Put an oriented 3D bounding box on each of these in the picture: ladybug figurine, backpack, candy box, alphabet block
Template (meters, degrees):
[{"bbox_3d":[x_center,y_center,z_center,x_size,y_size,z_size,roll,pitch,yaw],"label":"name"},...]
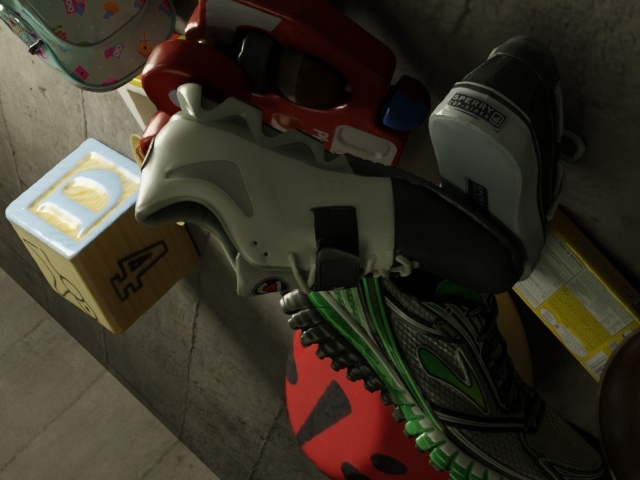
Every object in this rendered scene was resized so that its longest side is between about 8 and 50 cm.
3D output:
[{"bbox_3d":[0.075,0.161,1.316,0.305,0.161,0.449,57,152,18],"label":"ladybug figurine"},{"bbox_3d":[-0.251,-0.258,1.264,0.188,0.166,0.144,50,167,-18],"label":"backpack"},{"bbox_3d":[0.253,0.068,1.067,0.206,0.027,0.105,49,144,8],"label":"candy box"},{"bbox_3d":[-0.341,-0.007,1.822,0.192,0.193,0.197,31,154,36],"label":"alphabet block"}]

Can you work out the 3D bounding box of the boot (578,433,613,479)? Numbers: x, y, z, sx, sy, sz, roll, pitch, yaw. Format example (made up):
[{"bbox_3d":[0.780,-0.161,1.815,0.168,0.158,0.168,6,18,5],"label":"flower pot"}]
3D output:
[{"bbox_3d":[0.349,0.326,1.300,0.305,0.112,0.115,33,166,23],"label":"boot"}]

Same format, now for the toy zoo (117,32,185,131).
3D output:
[{"bbox_3d":[-0.193,-0.190,1.457,0.293,0.030,0.192,25,150,41],"label":"toy zoo"}]

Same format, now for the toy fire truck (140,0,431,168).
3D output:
[{"bbox_3d":[-0.026,-0.145,1.110,0.253,0.169,0.302,20,156,-1],"label":"toy fire truck"}]

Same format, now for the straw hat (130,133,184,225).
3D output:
[{"bbox_3d":[-0.199,-0.098,1.588,0.144,0.061,0.144,49,158,28],"label":"straw hat"}]

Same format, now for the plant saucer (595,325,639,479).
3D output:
[{"bbox_3d":[0.378,0.179,0.956,0.310,0.050,0.311,24,130,31],"label":"plant saucer"}]

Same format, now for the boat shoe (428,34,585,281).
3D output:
[{"bbox_3d":[0.152,-0.064,0.959,0.113,0.105,0.306,31,165,24],"label":"boat shoe"}]

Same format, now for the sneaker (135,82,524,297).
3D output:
[{"bbox_3d":[0.000,0.000,0.966,0.330,0.146,0.122,22,162,9],"label":"sneaker"}]

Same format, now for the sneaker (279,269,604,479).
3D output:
[{"bbox_3d":[0.127,0.112,1.052,0.343,0.146,0.134,41,-159,2],"label":"sneaker"}]
